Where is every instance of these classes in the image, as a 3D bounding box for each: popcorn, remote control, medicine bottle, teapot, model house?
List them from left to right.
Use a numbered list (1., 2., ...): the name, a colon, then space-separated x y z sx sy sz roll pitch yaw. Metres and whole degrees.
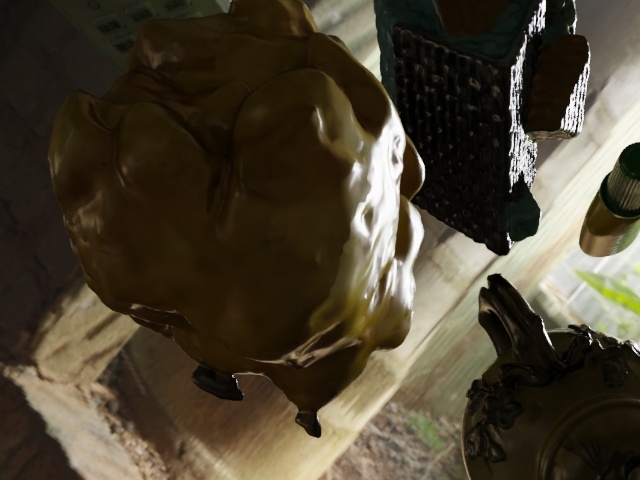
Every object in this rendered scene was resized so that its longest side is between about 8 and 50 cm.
1. remote control: -0.085 -0.129 0.629 0.293 0.103 0.051 51 35 -48
2. popcorn: -0.042 -0.021 0.462 0.190 0.191 0.253 11 -29 26
3. model house: 0.191 -0.148 0.875 0.241 0.226 0.261 -104 -179 -48
4. teapot: 0.196 0.148 0.637 0.269 0.173 0.182 62 -4 -13
5. medicine bottle: 0.428 -0.057 1.210 0.076 0.111 0.309 48 -4 21

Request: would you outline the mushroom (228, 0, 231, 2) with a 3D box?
1. mushroom: -0.196 -0.403 1.180 0.226 0.226 0.178 42 -10 34
